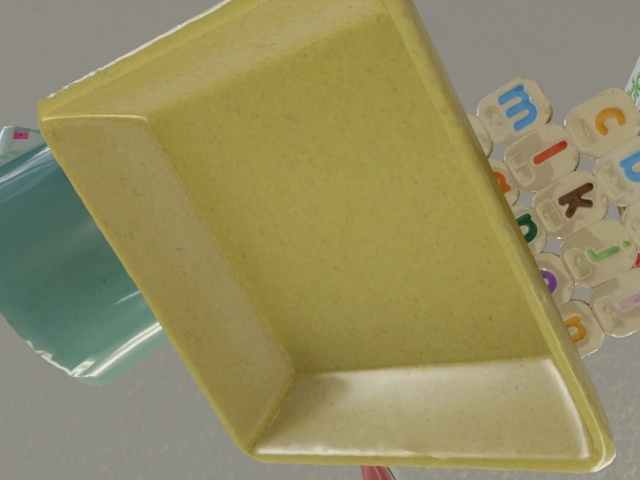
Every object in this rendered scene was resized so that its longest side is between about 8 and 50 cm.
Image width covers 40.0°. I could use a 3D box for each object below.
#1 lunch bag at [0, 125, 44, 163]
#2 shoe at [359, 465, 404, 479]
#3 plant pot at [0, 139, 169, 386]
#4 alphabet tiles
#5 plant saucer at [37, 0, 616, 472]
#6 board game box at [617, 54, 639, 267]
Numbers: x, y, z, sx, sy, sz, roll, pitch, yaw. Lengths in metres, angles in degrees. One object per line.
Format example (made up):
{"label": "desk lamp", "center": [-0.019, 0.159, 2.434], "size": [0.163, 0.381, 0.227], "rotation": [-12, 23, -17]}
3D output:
{"label": "lunch bag", "center": [-0.523, -0.107, 1.717], "size": [0.224, 0.279, 0.108], "rotation": [12, -114, -1]}
{"label": "shoe", "center": [0.081, 0.376, 1.239], "size": [0.081, 0.063, 0.178], "rotation": [-26, -85, -32]}
{"label": "plant pot", "center": [-0.224, -0.016, 1.027], "size": [0.235, 0.293, 0.293], "rotation": [-33, -130, 8]}
{"label": "alphabet tiles", "center": [0.228, -0.019, 0.913], "size": [0.284, 0.278, 0.021], "rotation": [61, -163, 9]}
{"label": "plant saucer", "center": [0.000, 0.000, 0.590], "size": [0.332, 0.333, 0.081], "rotation": [-12, -157, 43]}
{"label": "board game box", "center": [0.409, -0.122, 1.019], "size": [0.053, 0.305, 0.193], "rotation": [-5, -121, -2]}
